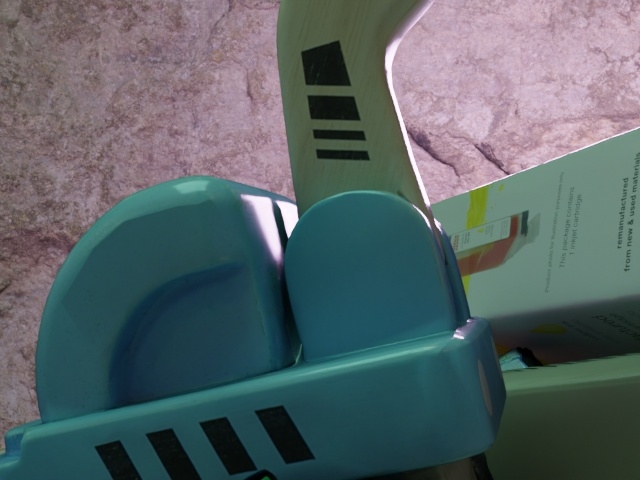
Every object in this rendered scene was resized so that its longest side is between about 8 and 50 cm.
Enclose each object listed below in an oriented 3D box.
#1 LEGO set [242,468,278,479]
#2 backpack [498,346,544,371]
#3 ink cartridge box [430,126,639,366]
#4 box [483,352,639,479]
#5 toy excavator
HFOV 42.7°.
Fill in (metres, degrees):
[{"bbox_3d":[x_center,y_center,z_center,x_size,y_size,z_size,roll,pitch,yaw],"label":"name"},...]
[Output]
[{"bbox_3d":[-0.121,0.152,0.260,0.244,0.060,0.182,-41,-18,1],"label":"LEGO set"},{"bbox_3d":[0.177,0.155,0.710,0.084,0.105,0.114,-37,-7,7],"label":"backpack"},{"bbox_3d":[0.271,0.055,0.827,0.279,0.161,0.384,22,-21,-25],"label":"ink cartridge box"},{"bbox_3d":[0.147,0.146,0.565,0.094,0.113,0.275,-7,-7,-44],"label":"box"},{"bbox_3d":[0.000,0.000,0.448,0.432,0.445,0.222,-15,-4,15],"label":"toy excavator"}]
